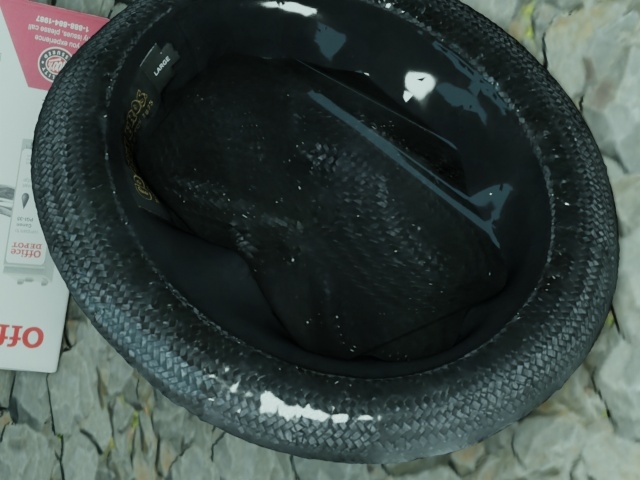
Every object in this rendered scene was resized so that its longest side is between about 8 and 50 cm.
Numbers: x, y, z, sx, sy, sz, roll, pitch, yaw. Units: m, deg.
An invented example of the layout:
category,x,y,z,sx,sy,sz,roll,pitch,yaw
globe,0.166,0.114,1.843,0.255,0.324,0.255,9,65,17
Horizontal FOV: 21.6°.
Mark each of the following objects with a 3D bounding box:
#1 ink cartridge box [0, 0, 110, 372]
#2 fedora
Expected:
category,x,y,z,sx,sy,sz,roll,pitch,yaw
ink cartridge box,-0.288,-0.048,1.271,0.117,0.207,0.283,9,91,51
fedora,0.000,0.000,0.947,0.152,0.334,0.334,96,157,-57
